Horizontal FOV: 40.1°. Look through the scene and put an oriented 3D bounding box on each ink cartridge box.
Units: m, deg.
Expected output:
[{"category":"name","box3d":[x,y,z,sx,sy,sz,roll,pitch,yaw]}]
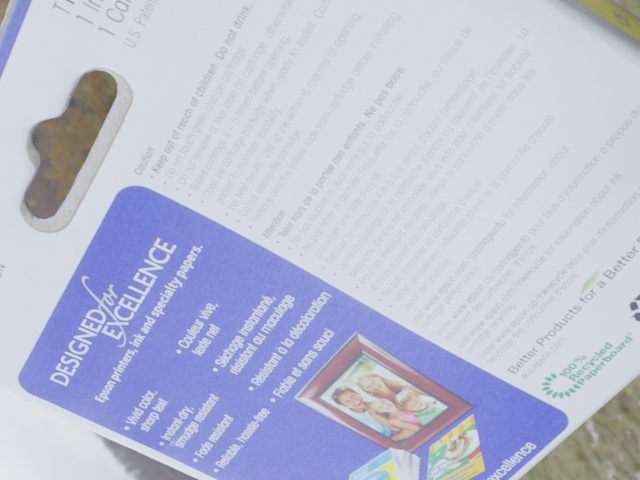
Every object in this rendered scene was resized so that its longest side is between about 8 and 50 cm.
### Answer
[{"category":"ink cartridge box","box3d":[0.000,0.000,0.396,0.307,0.304,0.072,29,-147,-12]}]
